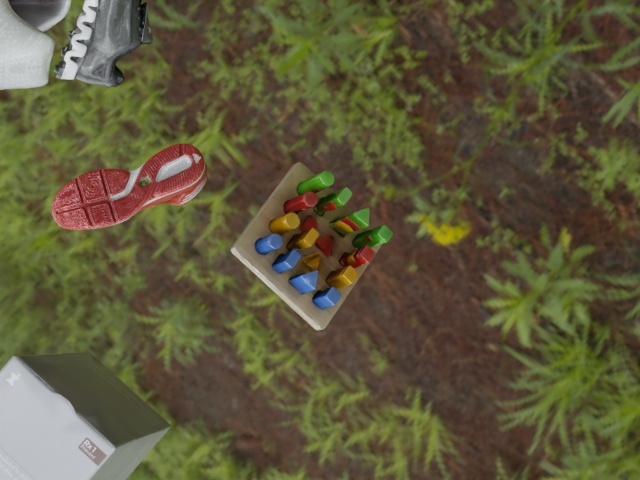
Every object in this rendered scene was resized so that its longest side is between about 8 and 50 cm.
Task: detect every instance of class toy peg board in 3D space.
[{"bbox_3d":[0.000,0.000,1.568,0.161,0.161,0.079,43,151,-14],"label":"toy peg board"}]

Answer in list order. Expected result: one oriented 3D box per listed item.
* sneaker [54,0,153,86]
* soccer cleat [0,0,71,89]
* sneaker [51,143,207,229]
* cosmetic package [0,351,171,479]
[{"bbox_3d":[-0.261,-0.305,1.601,0.106,0.078,0.234,20,104,-17],"label":"sneaker"},{"bbox_3d":[-0.288,-0.237,1.052,0.143,0.331,0.116,2,136,-15],"label":"soccer cleat"},{"bbox_3d":[-0.257,-0.057,1.715,0.128,0.221,0.087,69,-175,-76],"label":"sneaker"},{"bbox_3d":[-0.238,0.180,1.157,0.127,0.107,0.238,41,-177,8],"label":"cosmetic package"}]
